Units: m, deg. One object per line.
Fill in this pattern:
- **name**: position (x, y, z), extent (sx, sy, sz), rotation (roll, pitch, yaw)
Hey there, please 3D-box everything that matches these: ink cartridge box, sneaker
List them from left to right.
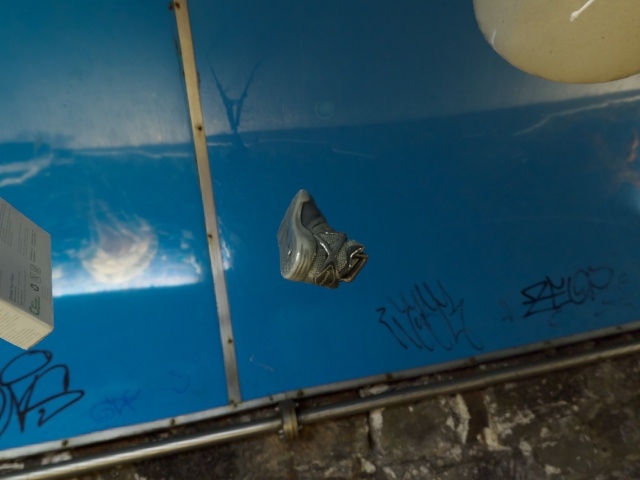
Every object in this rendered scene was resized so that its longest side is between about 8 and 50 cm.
- **ink cartridge box**: position (-0.598, -0.014, 0.689), extent (0.071, 0.324, 0.330), rotation (-39, -47, -5)
- **sneaker**: position (0.000, 0.000, 0.699), extent (0.130, 0.228, 0.087), rotation (22, -65, -21)

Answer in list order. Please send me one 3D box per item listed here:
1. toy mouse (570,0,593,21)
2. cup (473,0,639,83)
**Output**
- **toy mouse**: position (0.212, -0.188, 0.192), extent (0.143, 0.031, 0.161), rotation (-27, -22, 7)
- **cup**: position (0.380, -0.411, 0.527), extent (0.330, 0.331, 0.237), rotation (-21, -14, 8)
